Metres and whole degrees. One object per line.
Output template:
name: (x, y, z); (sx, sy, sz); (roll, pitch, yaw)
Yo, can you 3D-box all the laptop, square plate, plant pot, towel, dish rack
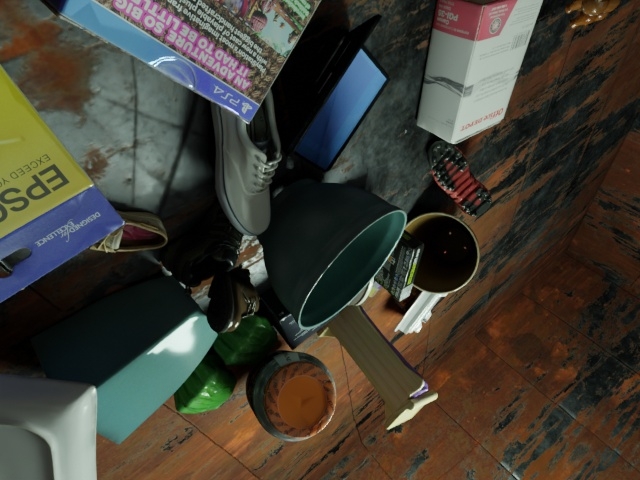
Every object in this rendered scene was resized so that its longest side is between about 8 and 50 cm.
laptop: (0.045, -0.226, 0.724); (0.137, 0.264, 0.234); (31, 101, -18)
square plate: (-0.499, 0.306, 0.574); (0.344, 0.049, 0.347); (10, 121, -13)
plant pot: (0.389, 0.027, 1.296); (0.254, 0.237, 0.237); (-9, 131, -60)
towel: (0.177, 0.149, 1.346); (0.083, 0.009, 0.060); (-55, 144, 8)
plant pot: (0.000, 0.000, 0.823); (0.293, 0.196, 0.293); (-39, 157, -20)
plant pot: (-0.314, 0.184, 0.720); (0.234, 0.166, 0.165); (-37, 144, -21)
dish rack: (0.407, 0.224, 1.541); (0.285, 0.072, 0.333); (-57, 162, 12)

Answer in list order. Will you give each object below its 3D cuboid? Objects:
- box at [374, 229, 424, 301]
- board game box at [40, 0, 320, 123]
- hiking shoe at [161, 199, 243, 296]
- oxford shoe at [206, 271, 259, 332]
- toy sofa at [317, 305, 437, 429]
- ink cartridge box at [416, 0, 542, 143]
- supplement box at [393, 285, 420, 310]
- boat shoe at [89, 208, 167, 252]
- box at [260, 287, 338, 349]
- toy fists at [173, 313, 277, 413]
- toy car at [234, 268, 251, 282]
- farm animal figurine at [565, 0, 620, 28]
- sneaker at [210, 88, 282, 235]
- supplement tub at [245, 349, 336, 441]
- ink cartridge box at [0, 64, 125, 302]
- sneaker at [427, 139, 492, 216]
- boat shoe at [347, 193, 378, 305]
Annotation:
box: (0.168, 0.035, 1.074); (0.045, 0.184, 0.190); (-24, 138, -28)
board game box: (-0.121, -0.322, 0.448); (0.232, 0.141, 0.291); (18, 110, -53)
hiking shoe: (-0.165, 0.001, 0.738); (0.227, 0.114, 0.086); (-44, 146, -6)
oxford shoe: (-0.150, 0.106, 0.752); (0.096, 0.227, 0.082); (24, 99, -16)
toy sofa: (0.174, 0.338, 1.220); (0.150, 0.362, 0.177); (11, 120, -51)
ink cartridge box: (0.335, -0.384, 0.902); (0.207, 0.117, 0.283); (-28, 140, -27)
supplement box: (0.314, 0.206, 1.510); (0.083, 0.055, 0.043); (-40, 145, -13)
boat shoe: (-0.309, -0.012, 0.618); (0.170, 0.059, 0.063); (-4, 126, -45)
box: (-0.048, 0.166, 1.045); (0.156, 0.093, 0.158); (-35, 142, -18)
toy fists: (-0.225, 0.284, 0.971); (0.279, 0.096, 0.142); (-46, 158, -5)
toy car: (-0.135, 0.078, 0.903); (0.122, 0.060, 0.040); (-22, 170, -23)
farm animal figurine: (0.511, -0.600, 0.764); (0.327, 0.172, 0.330); (5, 83, -27)
sneaker: (-0.108, -0.120, 0.640); (0.094, 0.091, 0.258); (-32, 127, -41)
supplement tub: (-0.077, 0.369, 1.015); (0.194, 0.193, 0.316); (-34, 176, -20)
ink cartridge box: (-0.414, -0.038, 0.419); (0.304, 0.072, 0.307); (-38, 129, -18)
sneaker: (0.368, -0.182, 1.159); (0.098, 0.135, 0.276); (-42, 124, 13)
boat shoe: (0.078, 0.038, 1.045); (0.097, 0.116, 0.324); (-15, 130, -33)
